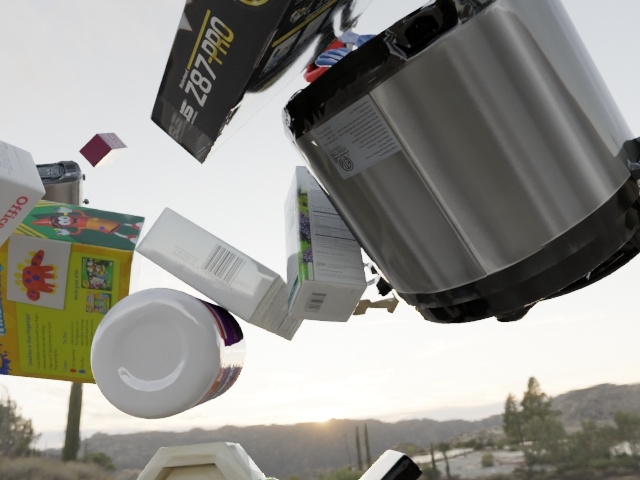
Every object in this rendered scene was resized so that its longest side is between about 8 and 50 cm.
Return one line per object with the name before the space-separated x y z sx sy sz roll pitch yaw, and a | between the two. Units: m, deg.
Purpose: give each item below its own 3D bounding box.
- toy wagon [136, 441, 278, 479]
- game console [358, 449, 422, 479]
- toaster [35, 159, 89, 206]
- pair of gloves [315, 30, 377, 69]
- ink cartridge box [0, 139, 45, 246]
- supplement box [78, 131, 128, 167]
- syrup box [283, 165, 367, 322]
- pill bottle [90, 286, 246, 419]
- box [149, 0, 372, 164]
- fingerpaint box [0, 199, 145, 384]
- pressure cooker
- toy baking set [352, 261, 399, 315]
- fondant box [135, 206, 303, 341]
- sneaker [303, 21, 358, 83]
toy wagon | -0.162 0.429 0.643 0.268 0.344 0.068 -16 -29 26
game console | 0.059 0.360 0.676 0.213 0.044 0.361 -41 -10 -16
toaster | -0.733 -0.119 1.408 0.227 0.129 0.146 -9 -57 -26
pair of gloves | 0.088 -0.349 1.020 0.160 0.198 0.023 22 -43 9
ink cartridge box | -0.678 -0.094 0.909 0.226 0.131 0.306 -44 -33 13
supplement box | -0.426 -0.179 1.057 0.055 0.043 0.083 -40 9 9
syrup box | 0.000 0.000 0.822 0.097 0.236 0.093 7 -43 -15
pill bottle | -0.222 0.181 0.875 0.182 0.181 0.323 -6 -11 1
box | -0.002 -0.296 0.607 0.097 0.394 0.318 41 -32 -5
fingerpaint box | -0.641 0.129 1.299 0.372 0.163 0.444 9 -57 -12
pressure cooker | 0.195 -0.091 0.709 0.376 0.420 0.370 -36 10 -4
toy baking set | 0.138 0.058 1.092 0.030 0.256 0.197 16 -20 40
fondant box | -0.160 0.077 1.008 0.238 0.096 0.330 30 -10 15
sneaker | 0.012 -0.465 1.147 0.119 0.278 0.107 -4 9 -42
